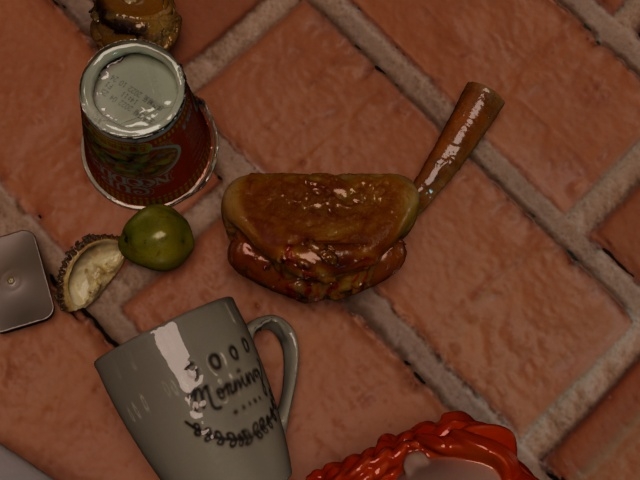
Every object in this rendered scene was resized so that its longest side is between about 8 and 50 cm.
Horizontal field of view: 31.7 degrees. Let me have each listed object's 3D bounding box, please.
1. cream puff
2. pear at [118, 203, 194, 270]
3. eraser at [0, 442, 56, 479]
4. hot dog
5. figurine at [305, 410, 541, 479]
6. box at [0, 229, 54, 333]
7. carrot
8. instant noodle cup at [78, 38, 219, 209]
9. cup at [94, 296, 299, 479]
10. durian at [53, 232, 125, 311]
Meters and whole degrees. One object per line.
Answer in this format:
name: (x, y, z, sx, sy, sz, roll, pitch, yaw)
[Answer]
cream puff: (-0.249, -0.295, 1.539, 0.133, 0.104, 0.119, 38, 51, 19)
pear: (-0.216, -0.002, 1.474, 0.097, 0.092, 0.092, -23, 78, -10)
eraser: (-0.349, 0.368, 1.308, 0.290, 0.104, 0.189, 24, 55, 28)
hot dog: (0.000, 0.000, 1.456, 0.256, 0.150, 0.153, 0, 66, -3)
figurine: (0.090, 0.362, 1.264, 0.306, 0.412, 0.241, -28, 96, 31)
box: (-0.402, 0.056, 1.478, 0.091, 0.031, 0.126, -18, 77, -7)
carrot: (0.174, -0.118, 1.542, 0.061, 0.061, 0.210, 32, 80, 6)
instant noodle cup: (-0.227, -0.157, 1.448, 0.193, 0.212, 0.193, 1, 75, -3)
cup: (-0.114, 0.198, 1.398, 0.258, 0.186, 0.234, -25, 86, -37)
durian: (-0.306, 0.034, 1.478, 0.066, 0.052, 0.130, 36, 74, 6)
